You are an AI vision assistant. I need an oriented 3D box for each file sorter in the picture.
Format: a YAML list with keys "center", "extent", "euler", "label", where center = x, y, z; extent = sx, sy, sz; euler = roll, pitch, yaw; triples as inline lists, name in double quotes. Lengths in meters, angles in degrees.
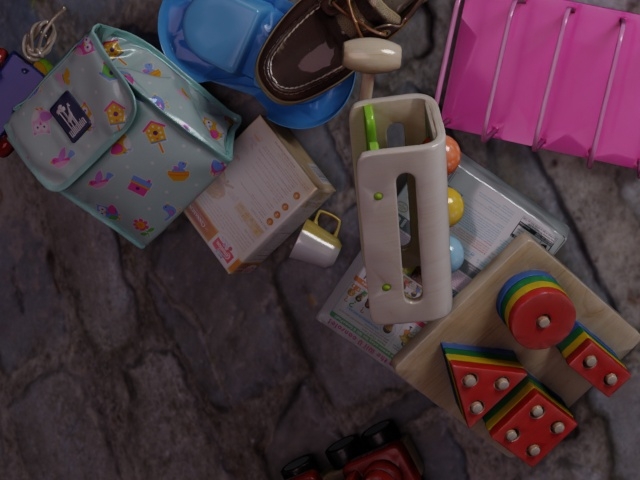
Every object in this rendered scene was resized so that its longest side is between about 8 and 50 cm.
- center: [0.304, -0.208, 1.680]
  extent: [0.290, 0.182, 0.202]
  euler: [14, 105, 11]
  label: "file sorter"

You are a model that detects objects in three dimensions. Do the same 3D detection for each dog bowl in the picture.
- center: [-0.082, -0.274, 1.821]
  extent: [0.297, 0.074, 0.166]
  euler: [27, 107, 7]
  label: "dog bowl"

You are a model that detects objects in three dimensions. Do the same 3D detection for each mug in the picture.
- center: [-0.001, 0.003, 1.869]
  extent: [0.064, 0.062, 0.078]
  euler: [25, 113, -1]
  label: "mug"

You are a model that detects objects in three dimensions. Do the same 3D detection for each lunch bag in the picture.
- center: [-0.277, -0.150, 1.788]
  extent: [0.262, 0.160, 0.223]
  euler: [36, 122, -23]
  label: "lunch bag"

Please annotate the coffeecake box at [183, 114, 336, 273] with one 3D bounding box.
- center: [-0.095, -0.064, 1.853]
  extent: [0.185, 0.068, 0.142]
  euler: [-43, 72, 18]
  label: "coffeecake box"

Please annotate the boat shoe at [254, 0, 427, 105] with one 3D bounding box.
- center: [0.057, -0.308, 1.693]
  extent: [0.342, 0.123, 0.123]
  euler: [-36, 92, -5]
  label: "boat shoe"

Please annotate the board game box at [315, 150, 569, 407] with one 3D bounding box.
- center: [0.170, 0.046, 1.815]
  extent: [0.224, 0.097, 0.303]
  euler: [36, 107, 4]
  label: "board game box"

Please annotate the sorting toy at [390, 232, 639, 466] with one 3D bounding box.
- center: [0.277, 0.165, 1.746]
  extent: [0.255, 0.089, 0.257]
  euler: [38, 104, -27]
  label: "sorting toy"

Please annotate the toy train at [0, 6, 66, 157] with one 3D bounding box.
- center: [-0.421, -0.243, 1.883]
  extent: [0.105, 0.143, 0.248]
  euler: [39, 103, -5]
  label: "toy train"

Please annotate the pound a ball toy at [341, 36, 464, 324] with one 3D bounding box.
- center: [0.110, -0.081, 1.653]
  extent: [0.135, 0.208, 0.319]
  euler: [-6, 127, 0]
  label: "pound a ball toy"

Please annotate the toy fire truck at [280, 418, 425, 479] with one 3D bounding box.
- center: [0.036, 0.394, 1.844]
  extent: [0.217, 0.246, 0.159]
  euler: [-26, 94, 18]
  label: "toy fire truck"
